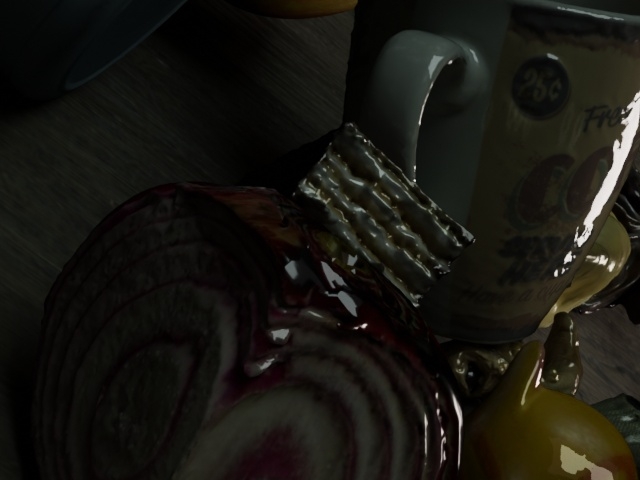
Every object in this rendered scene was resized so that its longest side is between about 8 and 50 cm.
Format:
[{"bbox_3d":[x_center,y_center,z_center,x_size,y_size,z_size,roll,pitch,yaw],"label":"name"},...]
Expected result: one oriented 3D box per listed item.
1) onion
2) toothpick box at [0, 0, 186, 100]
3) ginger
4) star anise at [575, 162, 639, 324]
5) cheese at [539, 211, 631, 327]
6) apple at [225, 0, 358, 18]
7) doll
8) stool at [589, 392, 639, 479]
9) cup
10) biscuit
[{"bbox_3d":[-0.041,0.086,1.097,0.207,0.216,0.206,30,11,-39],"label":"onion"},{"bbox_3d":[-0.227,-0.283,1.275,0.355,0.263,0.263,47,28,-1],"label":"toothpick box"},{"bbox_3d":[0.121,0.096,1.432,0.288,0.089,0.075,-3,72,-52],"label":"ginger"},{"bbox_3d":[0.280,0.004,1.772,0.209,0.089,0.231,30,31,-10],"label":"star anise"},{"bbox_3d":[0.145,-0.032,1.610,0.214,0.117,0.226,54,23,19],"label":"cheese"},{"bbox_3d":[-0.020,-0.346,1.510,0.339,0.339,0.339,35,31,-24],"label":"apple"},{"bbox_3d":[0.179,0.215,1.283,0.269,0.166,0.162,45,18,-7],"label":"doll"},{"bbox_3d":[0.380,0.132,1.479,0.310,0.226,0.310,23,2,40],"label":"stool"},{"bbox_3d":[0.102,-0.060,1.352,0.227,0.257,0.301,17,14,23],"label":"cup"},{"bbox_3d":[0.000,0.000,1.241,0.106,0.252,0.070,44,73,-9],"label":"biscuit"}]
